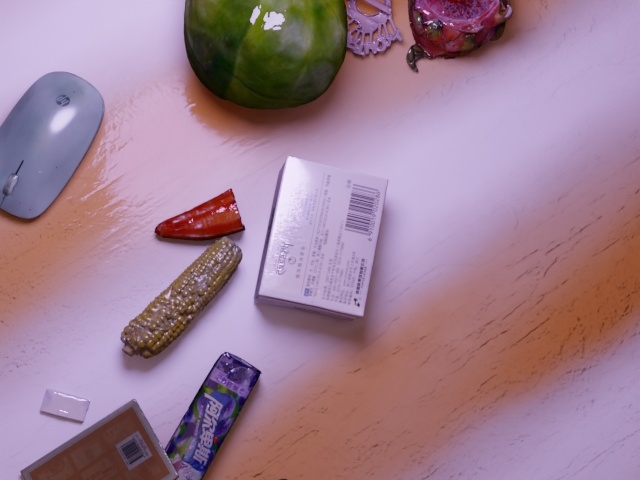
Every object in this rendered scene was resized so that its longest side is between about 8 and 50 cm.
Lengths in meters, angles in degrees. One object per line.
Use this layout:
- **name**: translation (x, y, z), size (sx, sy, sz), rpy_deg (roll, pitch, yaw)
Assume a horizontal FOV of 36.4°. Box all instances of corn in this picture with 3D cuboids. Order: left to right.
- **corn**: translation (-0.256, 0.111, 1.818), size (0.086, 0.086, 0.288), rpy_deg (44, 76, 0)

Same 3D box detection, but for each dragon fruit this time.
- **dragon fruit**: translation (0.279, -0.471, 1.971), size (0.211, 0.147, 0.282), rpy_deg (38, 75, -2)

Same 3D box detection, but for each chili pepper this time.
- **chili pepper**: translation (-0.235, -0.037, 1.861), size (0.168, 0.065, 0.088), rpy_deg (-15, 71, -5)

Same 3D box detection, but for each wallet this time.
- **wallet**: translation (-0.469, 0.303, 1.789), size (0.083, 0.011, 0.044), rpy_deg (17, 79, -6)

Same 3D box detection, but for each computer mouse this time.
- **computer mouse**: translation (-0.520, -0.185, 1.821), size (0.159, 0.097, 0.288), rpy_deg (33, 77, -5)

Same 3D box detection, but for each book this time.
- **book**: translation (-0.395, 0.419, 1.745), size (0.241, 0.018, 0.170), rpy_deg (-32, 72, -5)

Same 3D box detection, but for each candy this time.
- **candy**: translation (-0.221, 0.356, 1.794), size (0.088, 0.061, 0.312), rpy_deg (31, 77, -5)

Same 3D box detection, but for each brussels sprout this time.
- **brussels sprout**: translation (-0.117, -0.407, 1.828), size (0.281, 0.289, 0.355), rpy_deg (-22, 72, -26)

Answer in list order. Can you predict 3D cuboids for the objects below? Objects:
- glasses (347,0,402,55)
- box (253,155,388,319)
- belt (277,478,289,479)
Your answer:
- **glasses**: translation (0.054, -0.470, 1.963), size (0.255, 0.095, 0.162), rpy_deg (18, 86, -3)
- **box**: translation (0.000, 0.000, 1.860), size (0.203, 0.116, 0.274), rpy_deg (12, 79, -7)
- **belt**: translation (-0.066, 0.487, 1.811), size (0.059, 0.036, 0.083), rpy_deg (-20, 84, -5)
